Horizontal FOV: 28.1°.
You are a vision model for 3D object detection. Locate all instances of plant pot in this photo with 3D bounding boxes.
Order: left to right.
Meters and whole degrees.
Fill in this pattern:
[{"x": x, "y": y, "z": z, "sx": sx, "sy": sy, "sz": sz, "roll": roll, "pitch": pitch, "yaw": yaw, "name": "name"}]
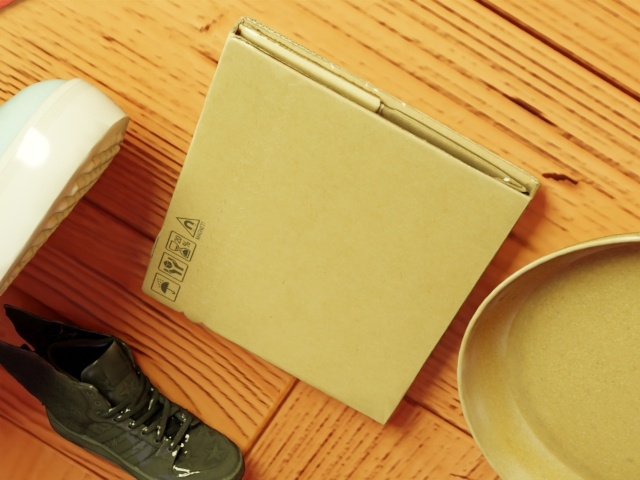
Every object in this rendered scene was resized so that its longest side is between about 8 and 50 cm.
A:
[{"x": 0.186, "y": 0.083, "z": 0.638, "sx": 0.236, "sy": 0.032, "sz": 0.236, "roll": 15, "pitch": 133, "yaw": 17, "name": "plant pot"}]

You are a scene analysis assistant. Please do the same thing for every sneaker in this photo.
[{"x": -0.252, "y": -0.010, "z": 0.716, "sx": 0.150, "sy": 0.135, "sz": 0.366, "roll": 43, "pitch": 133, "yaw": -16, "name": "sneaker"}, {"x": -0.128, "y": 0.100, "z": 0.803, "sx": 0.170, "sy": 0.051, "sz": 0.089, "roll": 19, "pitch": 139, "yaw": 17, "name": "sneaker"}]

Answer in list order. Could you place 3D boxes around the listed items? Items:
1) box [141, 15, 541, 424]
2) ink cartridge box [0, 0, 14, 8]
[{"x": 0.000, "y": 0.000, "z": 0.671, "sx": 0.164, "sy": 0.021, "sz": 0.201, "roll": 29, "pitch": 135, "yaw": 3, "name": "box"}, {"x": -0.141, "y": -0.231, "z": 0.515, "sx": 0.296, "sy": 0.066, "sz": 0.261, "roll": -16, "pitch": 118, "yaw": 37, "name": "ink cartridge box"}]
